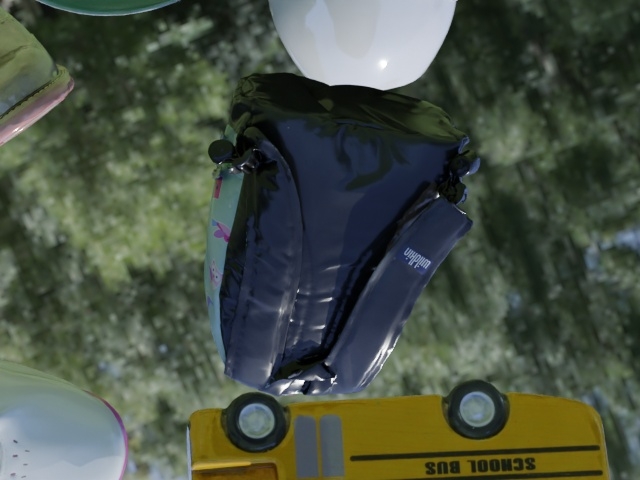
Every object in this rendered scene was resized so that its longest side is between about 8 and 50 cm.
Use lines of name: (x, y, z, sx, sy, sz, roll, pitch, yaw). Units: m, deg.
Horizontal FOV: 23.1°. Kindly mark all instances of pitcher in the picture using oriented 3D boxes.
pitcher: (0.044, -0.198, 0.990, 0.177, 0.207, 0.125, 24, -143, 39)

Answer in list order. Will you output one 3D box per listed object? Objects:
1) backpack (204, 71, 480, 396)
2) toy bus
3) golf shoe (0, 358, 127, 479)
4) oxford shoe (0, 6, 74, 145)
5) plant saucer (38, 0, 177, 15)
backpack: (0.000, 0.000, 0.915, 0.152, 0.182, 0.115, 11, -155, -6)
toy bus: (0.060, 0.190, 1.280, 0.332, 0.130, 0.108, -3, 164, -6)
golf shoe: (-0.227, 0.116, 0.756, 0.306, 0.115, 0.140, 1, -178, -29)
oxford shoe: (-0.357, -0.184, 1.553, 0.140, 0.146, 0.397, -37, -155, -13)
plant saucer: (-0.161, -0.340, 1.304, 0.317, 0.318, 0.043, -20, 172, 11)
